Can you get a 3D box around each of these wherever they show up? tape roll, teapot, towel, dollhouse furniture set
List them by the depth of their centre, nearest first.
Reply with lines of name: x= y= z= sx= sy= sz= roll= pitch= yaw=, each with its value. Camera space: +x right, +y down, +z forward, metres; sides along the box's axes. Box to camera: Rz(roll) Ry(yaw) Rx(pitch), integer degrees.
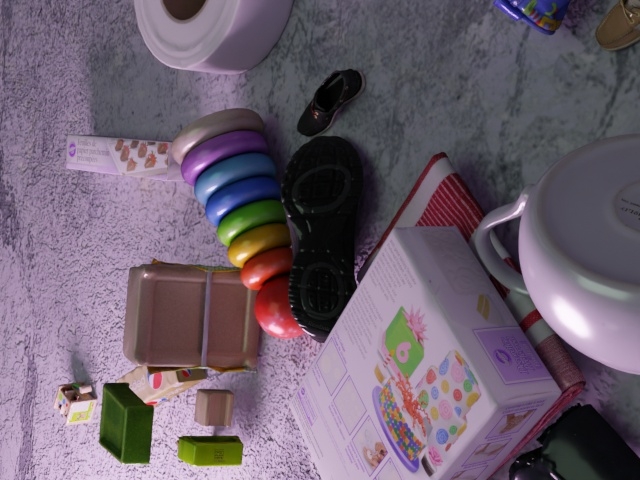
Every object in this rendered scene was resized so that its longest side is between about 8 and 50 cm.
teapot: x=0.302 y=0.034 z=0.942 sx=0.256 sy=0.252 sz=0.187 roll=-107 pitch=4 yaw=-45
towel: x=0.156 y=0.093 z=1.162 sx=0.237 sy=0.037 sz=0.329 roll=-59 pitch=46 yaw=42
tape roll: x=-0.162 y=-0.394 z=1.491 sx=0.286 sy=0.100 sz=0.286 roll=2 pitch=93 yaw=48
dollhouse furniture set: x=-0.211 y=0.176 z=1.512 sx=0.151 sy=0.197 sz=0.302 roll=-172 pitch=87 yaw=-66

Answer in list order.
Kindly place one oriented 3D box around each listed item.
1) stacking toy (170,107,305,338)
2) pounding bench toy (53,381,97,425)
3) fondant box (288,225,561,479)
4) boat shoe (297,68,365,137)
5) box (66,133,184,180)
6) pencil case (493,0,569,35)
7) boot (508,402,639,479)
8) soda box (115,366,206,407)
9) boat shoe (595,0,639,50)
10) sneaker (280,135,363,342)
stacking toy: x=-0.096 y=-0.014 z=1.419 sx=0.141 sy=0.141 sz=0.330 roll=-34 pitch=72 yaw=42
pounding bench toy: x=-0.452 y=0.287 z=1.853 sx=0.065 sy=0.052 sz=0.083 roll=40 pitch=119 yaw=39
fondant box: x=0.099 y=0.180 z=1.136 sx=0.238 sy=0.096 sz=0.330 roll=62 pitch=141 yaw=35
boat shoe: x=0.005 y=-0.187 z=1.361 sx=0.133 sy=0.042 sz=0.049 roll=-40 pitch=65 yaw=41
box: x=-0.324 y=-0.142 z=1.695 sx=0.324 sy=0.067 sz=0.063 roll=10 pitch=98 yaw=46
pencil case: x=0.274 y=-0.354 z=1.004 sx=0.119 sy=0.133 sz=0.306 roll=37 pitch=124 yaw=2
boot: x=0.277 y=0.318 z=1.041 sx=0.207 sy=0.094 sz=0.246 roll=41 pitch=113 yaw=34
soda box: x=-0.265 y=0.229 z=1.648 sx=0.181 sy=0.058 sz=0.061 roll=-32 pitch=69 yaw=42
boat shoe: x=0.327 y=-0.243 z=1.011 sx=0.135 sy=0.045 sz=0.050 roll=-42 pitch=61 yaw=39
sneaker: x=0.000 y=0.000 z=1.321 sx=0.130 sy=0.109 sz=0.286 roll=88 pitch=-174 yaw=-70
